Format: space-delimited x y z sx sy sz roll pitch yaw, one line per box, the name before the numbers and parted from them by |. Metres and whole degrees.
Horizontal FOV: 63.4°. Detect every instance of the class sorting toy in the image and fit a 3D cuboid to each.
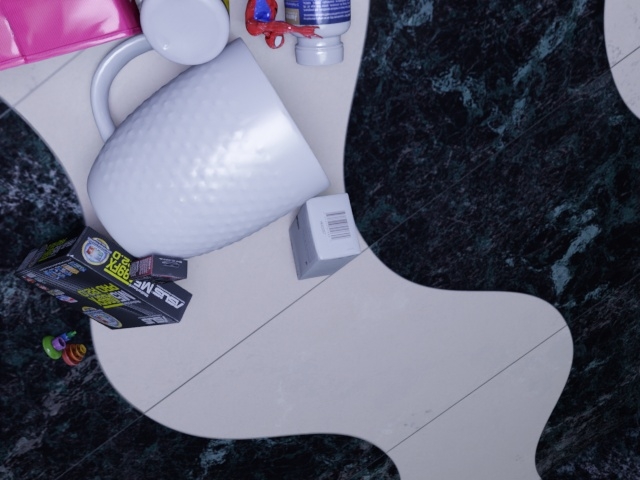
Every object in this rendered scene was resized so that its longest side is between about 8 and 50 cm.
sorting toy | -0.516 0.214 1.056 0.042 0.061 0.102 -29 146 -2

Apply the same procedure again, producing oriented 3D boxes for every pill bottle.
pill bottle | -0.191 -0.358 0.745 0.117 0.215 0.117 -6 141 -5
pill bottle | -0.005 -0.393 0.858 0.112 0.112 0.186 -10 120 -13

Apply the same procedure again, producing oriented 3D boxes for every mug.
mug | -0.218 -0.162 0.849 0.328 0.276 0.374 -32 93 3

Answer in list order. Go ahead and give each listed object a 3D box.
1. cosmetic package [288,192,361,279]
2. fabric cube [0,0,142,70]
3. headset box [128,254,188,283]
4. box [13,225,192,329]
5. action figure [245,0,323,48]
cosmetic package | 0.000 0.000 1.002 0.085 0.231 0.117 -9 77 -15
fabric cube | -0.395 -0.360 0.649 0.259 0.254 0.258 -18 115 -7
headset box | -0.254 0.046 0.816 0.062 0.083 0.032 13 70 -44
box | -0.391 0.079 0.923 0.270 0.060 0.216 -12 136 43
action figure | -0.068 -0.391 0.740 0.139 0.091 0.280 5 151 13
